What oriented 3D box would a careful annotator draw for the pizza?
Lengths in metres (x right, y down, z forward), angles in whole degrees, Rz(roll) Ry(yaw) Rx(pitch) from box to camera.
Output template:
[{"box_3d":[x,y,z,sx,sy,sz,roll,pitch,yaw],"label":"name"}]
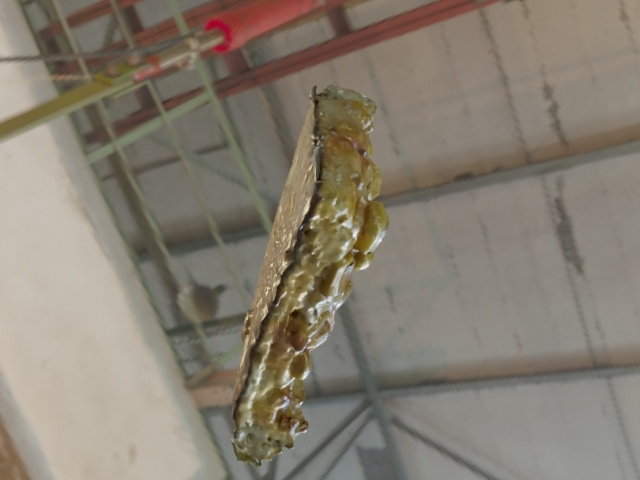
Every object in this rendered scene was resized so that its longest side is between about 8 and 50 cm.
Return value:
[{"box_3d":[0.000,0.000,0.546,0.041,0.178,0.131,16,-30,-7],"label":"pizza"}]
